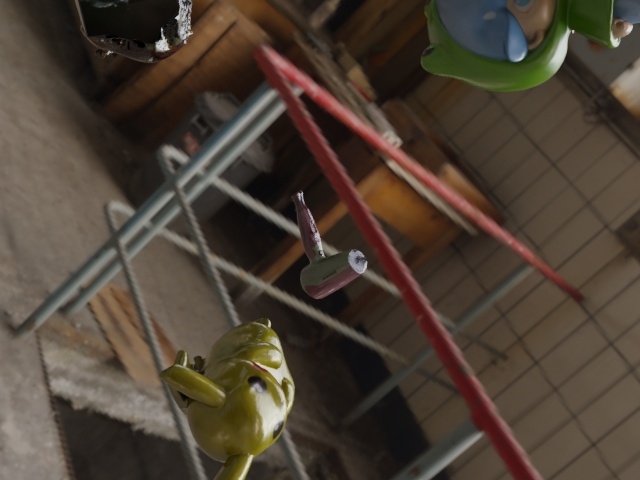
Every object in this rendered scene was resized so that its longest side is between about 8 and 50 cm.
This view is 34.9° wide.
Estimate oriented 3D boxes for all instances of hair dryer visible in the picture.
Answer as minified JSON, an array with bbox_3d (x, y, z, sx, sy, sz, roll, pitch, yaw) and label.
[{"bbox_3d":[-0.005,0.000,1.480,0.054,0.106,0.154,-23,82,-46],"label":"hair dryer"}]

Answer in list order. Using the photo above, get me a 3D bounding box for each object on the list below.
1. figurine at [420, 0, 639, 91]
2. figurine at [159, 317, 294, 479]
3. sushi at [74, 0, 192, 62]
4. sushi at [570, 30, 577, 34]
[{"bbox_3d":[0.233,-0.240,1.065,0.143,0.263,0.162,56,33,-52],"label":"figurine"},{"bbox_3d":[-0.135,0.236,1.574,0.327,0.169,0.218,-85,153,-77],"label":"figurine"},{"bbox_3d":[-0.292,-0.399,1.627,0.227,0.215,0.212,-125,-159,-48],"label":"sushi"},{"bbox_3d":[0.469,-0.544,1.967,0.236,0.171,0.270,-21,76,-44],"label":"sushi"}]
